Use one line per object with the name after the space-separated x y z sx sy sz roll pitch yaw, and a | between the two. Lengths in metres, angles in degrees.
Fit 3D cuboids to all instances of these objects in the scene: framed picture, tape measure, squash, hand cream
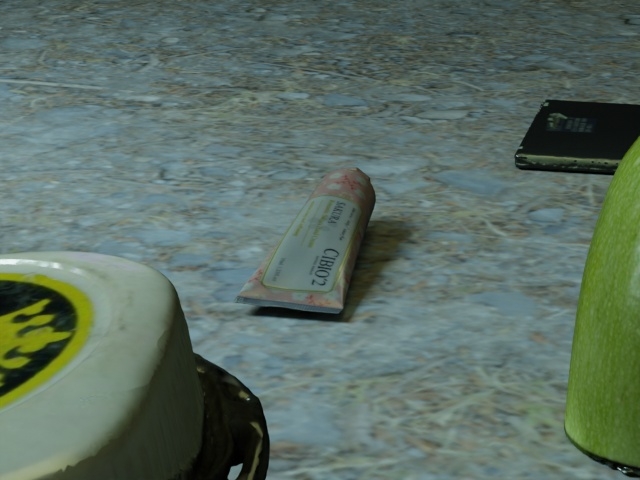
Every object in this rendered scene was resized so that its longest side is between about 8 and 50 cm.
0.355 -0.089 1.295 0.338 0.014 0.255 5 18 13 | framed picture
-0.138 0.107 0.496 0.231 0.133 0.271 -6 18 6 | tape measure
0.182 0.015 0.693 0.123 0.187 0.123 2 24 -1 | squash
0.000 0.000 0.975 0.067 0.043 0.210 7 24 9 | hand cream
